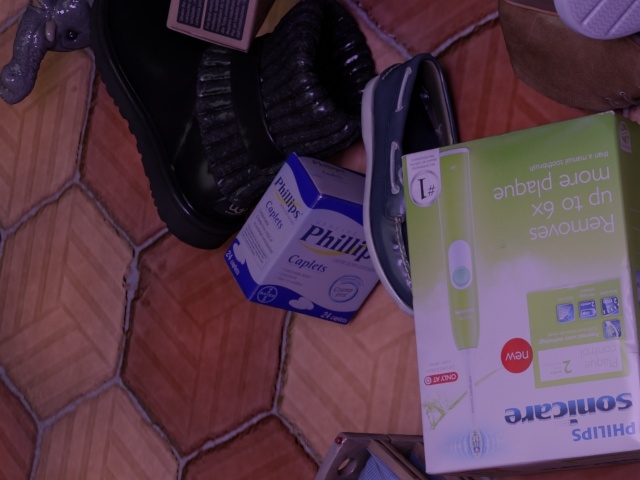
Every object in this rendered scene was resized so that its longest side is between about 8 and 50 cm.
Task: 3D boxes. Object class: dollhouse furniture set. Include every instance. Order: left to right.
[{"bbox_3d":[0.057,0.289,1.747,0.129,0.129,0.184,40,112,40],"label":"dollhouse furniture set"}]

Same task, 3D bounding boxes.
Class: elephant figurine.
[{"bbox_3d":[-0.272,-0.292,2.154,0.169,0.186,0.239,-94,5,-61],"label":"elephant figurine"}]

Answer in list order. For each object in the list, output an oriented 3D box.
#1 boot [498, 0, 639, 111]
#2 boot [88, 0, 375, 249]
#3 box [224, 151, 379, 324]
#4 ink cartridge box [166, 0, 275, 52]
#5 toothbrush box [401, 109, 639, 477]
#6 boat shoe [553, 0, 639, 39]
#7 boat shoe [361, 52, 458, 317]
[{"bbox_3d":[0.281,-0.160,1.642,0.305,0.112,0.115,26,133,39],"label":"boot"},{"bbox_3d":[-0.088,-0.190,1.962,0.260,0.131,0.348,-41,62,35],"label":"boot"},{"bbox_3d":[0.000,0.000,1.845,0.137,0.126,0.072,-56,40,23],"label":"box"},{"bbox_3d":[-0.066,-0.323,1.828,0.235,0.088,0.193,-70,-5,-55],"label":"ink cartridge box"},{"bbox_3d":[0.194,0.052,1.632,0.206,0.122,0.283,-10,78,31],"label":"toothbrush box"},{"bbox_3d":[0.302,-0.306,1.588,0.335,0.121,0.119,-49,29,-4],"label":"boat shoe"},{"bbox_3d":[0.098,-0.053,1.790,0.079,0.095,0.254,-31,53,50],"label":"boat shoe"}]
